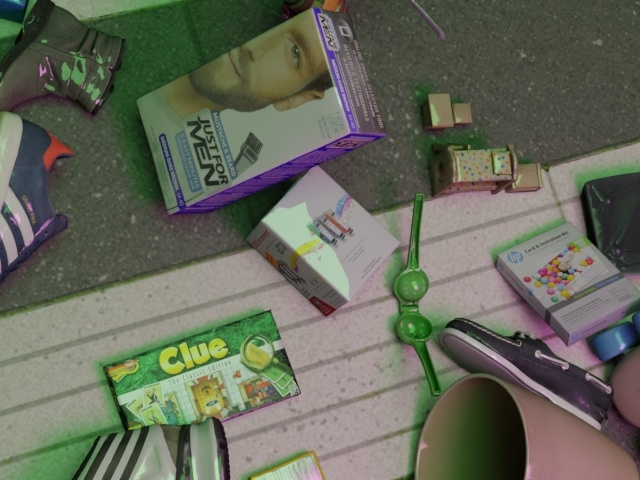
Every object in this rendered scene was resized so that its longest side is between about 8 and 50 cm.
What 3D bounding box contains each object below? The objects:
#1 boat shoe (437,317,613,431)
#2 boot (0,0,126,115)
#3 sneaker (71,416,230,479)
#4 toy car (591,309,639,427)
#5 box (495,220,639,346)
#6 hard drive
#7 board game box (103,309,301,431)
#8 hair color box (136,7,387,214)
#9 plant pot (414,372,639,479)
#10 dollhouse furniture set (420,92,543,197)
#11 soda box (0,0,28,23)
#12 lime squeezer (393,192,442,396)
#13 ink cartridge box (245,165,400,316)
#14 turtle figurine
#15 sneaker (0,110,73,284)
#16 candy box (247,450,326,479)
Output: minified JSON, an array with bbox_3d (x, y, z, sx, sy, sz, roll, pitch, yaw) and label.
[{"bbox_3d":[0.315,0.191,1.991,0.302,0.114,0.091,35,71,-18],"label":"boat shoe"},{"bbox_3d":[-0.391,-0.226,1.908,0.161,0.083,0.246,30,72,-13],"label":"boot"},{"bbox_3d":[-0.242,0.472,1.765,0.257,0.169,0.447,-4,78,-2],"label":"sneaker"},{"bbox_3d":[0.588,0.193,2.026,0.238,0.210,0.219,-18,75,-31],"label":"toy car"},{"bbox_3d":[0.385,0.064,2.025,0.145,0.038,0.186,-23,50,-19],"label":"box"},{"bbox_3d":[0.551,-0.027,2.133,0.254,0.054,0.172,-5,78,-17],"label":"hard drive"},{"bbox_3d":[-0.170,0.203,1.892,0.259,0.030,0.136,-19,81,-19],"label":"board game box"},{"bbox_3d":[-0.090,-0.176,1.846,0.110,0.339,0.185,-4,74,-57],"label":"hair color box"},{"bbox_3d":[0.321,0.344,1.899,0.274,0.256,0.256,15,73,-29],"label":"plant pot"},{"bbox_3d":[0.267,-0.162,2.060,0.182,0.101,0.161,-4,78,-16],"label":"dollhouse furniture set"},{"bbox_3d":[-0.530,-0.387,1.907,0.210,0.071,0.067,15,73,-12],"label":"soda box"},{"bbox_3d":[0.141,0.090,1.965,0.059,0.110,0.310,-3,73,2],"label":"lime squeezer"},{"bbox_3d":[0.000,0.000,1.933,0.176,0.128,0.127,44,70,-1],"label":"ink cartridge box"},{"bbox_3d":[0.041,-0.343,1.927,0.198,0.266,0.275,-32,61,9],"label":"turtle figurine"},{"bbox_3d":[-0.437,0.004,1.820,0.148,0.131,0.350,21,83,-36],"label":"sneaker"},{"bbox_3d":[-0.020,0.418,1.882,0.105,0.027,0.206,-19,83,-22],"label":"candy box"}]
